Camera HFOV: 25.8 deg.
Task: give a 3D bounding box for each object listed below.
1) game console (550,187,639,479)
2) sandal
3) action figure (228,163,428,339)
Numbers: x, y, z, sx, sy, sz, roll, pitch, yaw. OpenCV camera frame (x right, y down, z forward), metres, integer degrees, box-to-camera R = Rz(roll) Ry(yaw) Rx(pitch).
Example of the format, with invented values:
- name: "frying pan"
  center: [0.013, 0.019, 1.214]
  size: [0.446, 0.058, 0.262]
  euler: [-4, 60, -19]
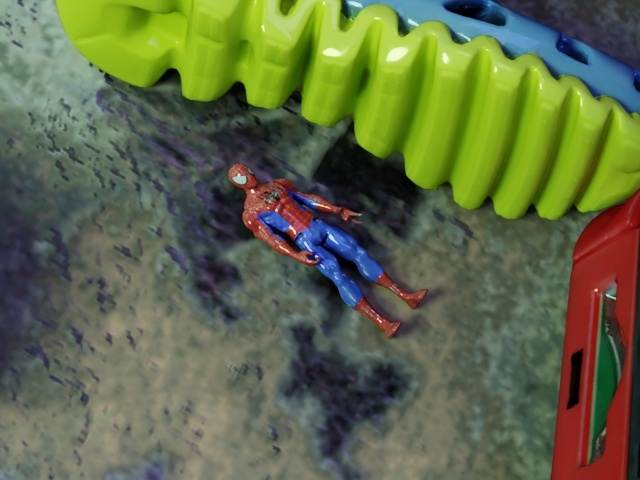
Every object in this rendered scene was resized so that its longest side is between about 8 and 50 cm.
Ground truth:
- name: "game console"
  center: [0.257, 0.167, 0.625]
  size: [0.342, 0.060, 0.386]
  euler: [25, 50, -13]
- name: "sandal"
  center: [0.037, -0.116, 0.704]
  size: [0.317, 0.126, 0.138]
  euler: [23, 60, -6]
- name: "action figure"
  center: [0.000, 0.000, 0.694]
  size: [0.115, 0.030, 0.038]
  euler: [38, 69, 6]
